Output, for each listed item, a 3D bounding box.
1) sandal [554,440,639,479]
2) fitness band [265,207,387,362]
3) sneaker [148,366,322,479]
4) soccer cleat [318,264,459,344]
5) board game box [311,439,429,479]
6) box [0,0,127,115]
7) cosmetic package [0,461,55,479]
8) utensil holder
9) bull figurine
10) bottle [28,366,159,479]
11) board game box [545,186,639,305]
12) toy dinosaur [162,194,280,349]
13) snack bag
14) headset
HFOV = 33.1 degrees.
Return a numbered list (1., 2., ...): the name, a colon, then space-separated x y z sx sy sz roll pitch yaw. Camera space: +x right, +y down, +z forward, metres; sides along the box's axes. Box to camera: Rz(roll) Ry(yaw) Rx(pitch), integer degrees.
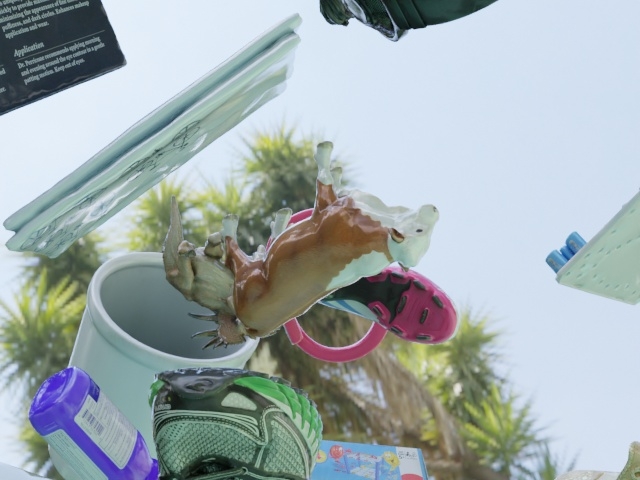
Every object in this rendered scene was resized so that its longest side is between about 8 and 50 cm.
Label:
1. sandal: 0.395 0.295 1.372 0.240 0.088 0.079 -12 -69 40
2. fitness band: 0.013 0.083 1.984 0.209 0.291 0.054 -21 1 -4
3. sneaker: -0.064 0.232 0.878 0.134 0.146 0.343 0 -48 11
4. soccer cleat: 0.113 0.089 1.866 0.143 0.331 0.116 7 -79 -57
5. board game box: -0.024 0.433 1.587 0.308 0.086 0.302 7 -59 -9
6. box: -0.415 -0.261 1.091 0.179 0.343 0.312 -11 -75 34
7. cosmetic package: -0.302 0.283 0.951 0.296 0.129 0.153 25 -89 -26
8. utensil holder: -0.330 0.271 2.063 0.327 0.327 0.385 11 -60 -25
9. bull figurine: 0.000 0.000 1.352 0.310 0.188 0.101 -32 -34 26
10. bottle: -0.324 0.325 1.653 0.092 0.118 0.283 -27 -64 19
11. board game box: 0.586 -0.060 1.789 0.390 0.050 0.390 -49 -32 18
12. toy dinosaur: -0.186 0.075 1.790 0.296 0.127 0.200 46 -34 -6
13. snack bag: -0.154 -0.089 1.081 0.323 0.037 0.342 -38 2 -5
14. headset: 0.119 -0.339 1.345 0.394 0.243 0.185 10 -35 42
